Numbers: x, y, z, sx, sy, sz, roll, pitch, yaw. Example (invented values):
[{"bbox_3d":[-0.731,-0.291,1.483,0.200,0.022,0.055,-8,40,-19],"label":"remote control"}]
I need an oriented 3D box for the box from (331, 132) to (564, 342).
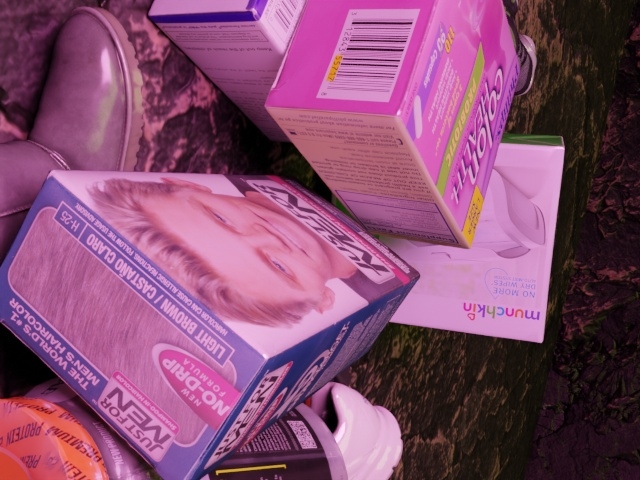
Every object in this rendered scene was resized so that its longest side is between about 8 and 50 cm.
[{"bbox_3d":[0.152,-0.017,0.865,0.127,0.261,0.231,-37,131,-68],"label":"box"}]

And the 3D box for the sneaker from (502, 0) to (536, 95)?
[{"bbox_3d":[0.306,-0.316,1.220,0.268,0.101,0.153,54,43,-47],"label":"sneaker"}]

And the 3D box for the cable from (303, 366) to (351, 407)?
[{"bbox_3d":[-0.033,0.115,0.818,0.139,0.072,0.287,-58,134,-38],"label":"cable"}]

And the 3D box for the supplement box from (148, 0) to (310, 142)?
[{"bbox_3d":[-0.036,-0.186,0.648,0.220,0.113,0.111,41,62,-56],"label":"supplement box"}]

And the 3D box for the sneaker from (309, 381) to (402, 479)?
[{"bbox_3d":[-0.039,0.272,0.713,0.297,0.111,0.129,-56,129,-21],"label":"sneaker"}]

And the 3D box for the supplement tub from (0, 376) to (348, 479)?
[{"bbox_3d":[-0.122,0.200,0.524,0.316,0.193,0.194,29,73,-60],"label":"supplement tub"}]

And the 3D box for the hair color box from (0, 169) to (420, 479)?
[{"bbox_3d":[-0.053,0.036,0.548,0.105,0.174,0.347,-57,165,16],"label":"hair color box"}]

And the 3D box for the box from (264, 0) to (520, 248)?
[{"bbox_3d":[0.084,-0.141,0.641,0.243,0.117,0.214,47,58,-56],"label":"box"}]

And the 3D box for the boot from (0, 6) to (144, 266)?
[{"bbox_3d":[-0.208,-0.051,0.432,0.208,0.076,0.190,-18,114,-52],"label":"boot"}]
